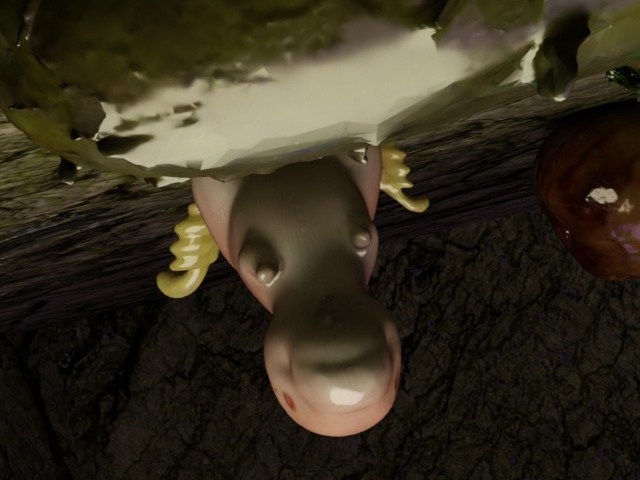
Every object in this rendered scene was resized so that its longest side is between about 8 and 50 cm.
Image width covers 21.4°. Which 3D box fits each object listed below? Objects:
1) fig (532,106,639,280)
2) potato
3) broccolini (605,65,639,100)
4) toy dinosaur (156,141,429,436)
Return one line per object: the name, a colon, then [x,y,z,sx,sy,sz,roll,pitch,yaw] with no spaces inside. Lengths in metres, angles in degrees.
fig: [0.296,-0.053,1.424,0.231,0.143,0.160,-13,141,8]
potato: [0.023,-0.069,0.420,0.226,0.090,0.117,-12,177,0]
broccolini: [0.203,-0.104,0.939,0.054,0.052,0.194,-16,177,-8]
toy dinosaur: [0.007,-0.001,0.803,0.152,0.177,0.194,-11,179,-13]
